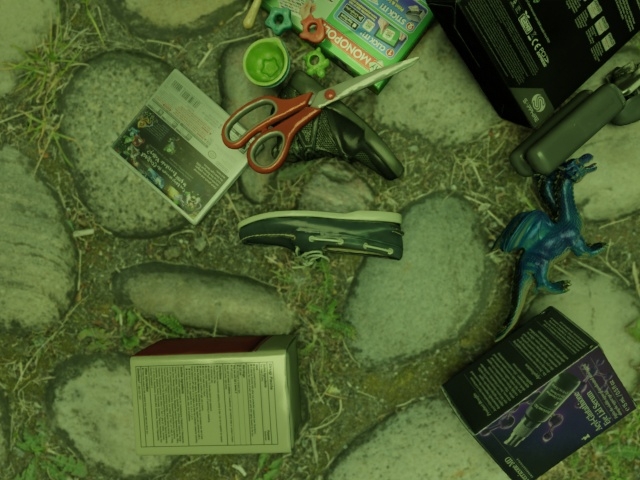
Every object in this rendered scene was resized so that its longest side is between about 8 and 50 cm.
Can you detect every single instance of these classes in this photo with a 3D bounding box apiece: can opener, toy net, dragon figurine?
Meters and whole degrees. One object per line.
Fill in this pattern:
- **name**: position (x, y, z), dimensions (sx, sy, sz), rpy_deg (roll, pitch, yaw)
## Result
- **can opener**: position (0.400, -0.169, 0.741), dimensions (0.283, 0.076, 0.095), rpy_deg (-40, 102, -11)
- **toy net**: position (-0.065, -0.340, 0.758), dimensions (0.122, 0.045, 0.232), rpy_deg (-13, 87, 15)
- **dragon figurine**: position (0.314, 0.005, 0.775), dimensions (0.144, 0.085, 0.289), rpy_deg (43, 94, 2)

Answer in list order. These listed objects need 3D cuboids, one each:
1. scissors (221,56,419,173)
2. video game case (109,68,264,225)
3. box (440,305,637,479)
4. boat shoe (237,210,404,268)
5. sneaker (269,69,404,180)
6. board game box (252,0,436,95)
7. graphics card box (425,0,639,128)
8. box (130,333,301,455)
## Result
- **scissors**: position (-0.007, -0.209, 0.751), dimensions (0.297, 0.021, 0.109), rpy_deg (-36, 78, 4)
- **video game case**: position (-0.217, -0.150, 0.845), dimensions (0.190, 0.022, 0.173), rpy_deg (41, 94, 1)
- **box**: position (0.307, 0.224, 0.746), dimensions (0.207, 0.108, 0.153), rpy_deg (-40, 115, 5)
- **boat shoe**: position (0.000, 0.000, 0.799), dimensions (0.255, 0.095, 0.079), rpy_deg (-1, 81, -4)
- **sneaker**: position (0.013, -0.142, 0.796), dimensions (0.228, 0.087, 0.130), rpy_deg (39, 96, 5)
- **board game box**: position (0.029, -0.407, 0.805), dimensions (0.317, 0.046, 0.213), rpy_deg (38, 95, 2)
- **graphics card box**: position (0.353, -0.364, 0.709), dimensions (0.371, 0.094, 0.233), rpy_deg (-45, 120, 4)
- **box**: position (-0.152, 0.230, 0.799), dimensions (0.233, 0.127, 0.148), rpy_deg (-3, 91, 4)
